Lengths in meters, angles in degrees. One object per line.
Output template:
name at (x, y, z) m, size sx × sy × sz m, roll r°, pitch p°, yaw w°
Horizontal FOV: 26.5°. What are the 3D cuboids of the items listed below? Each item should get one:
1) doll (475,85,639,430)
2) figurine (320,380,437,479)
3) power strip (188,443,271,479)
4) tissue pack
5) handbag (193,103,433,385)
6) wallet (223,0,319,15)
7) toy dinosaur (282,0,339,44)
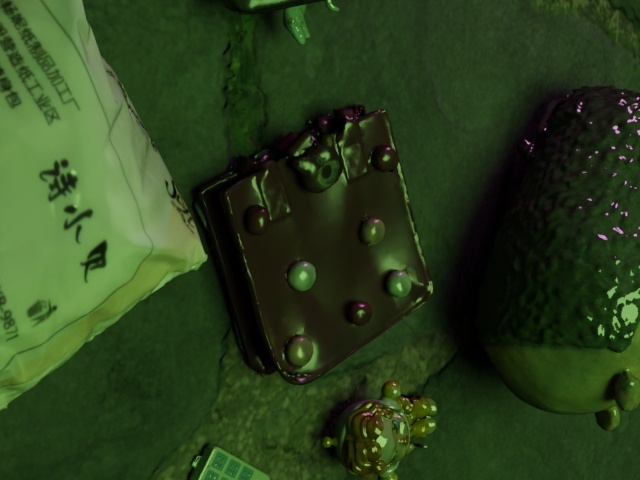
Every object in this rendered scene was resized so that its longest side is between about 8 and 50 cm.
doll at (0.297, 0.008, 1.387) m, size 0.247 × 0.247 × 0.349 m, roll 31°, pitch 65°, yaw -41°
figurine at (0.066, 0.182, 1.331) m, size 0.143 × 0.068 × 0.101 m, roll -42°, pitch 129°, yaw -42°
power strip at (-0.082, 0.218, 1.236) m, size 0.090 × 0.016 × 0.040 m, roll 37°, pitch 75°, yaw -40°
tissue pack at (-0.277, -0.059, 0.888) m, size 0.390 × 0.195 × 0.375 m, roll -34°, pitch 113°, yaw -31°
handbag at (0.002, 0.001, 1.225) m, size 0.203 × 0.074 × 0.216 m, roll -30°, pitch 118°, yaw -34°
wallet at (0.012, -0.286, 1.144) m, size 0.245 × 0.052 × 0.168 m, roll -17°, pitch 91°, yaw -26°
toy dinosaur at (-0.016, -0.269, 1.173) m, size 0.106 × 0.044 × 0.187 m, roll -22°, pitch 109°, yaw -33°
